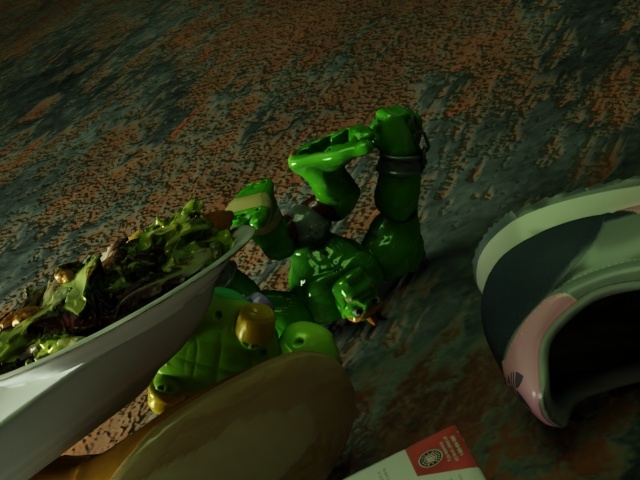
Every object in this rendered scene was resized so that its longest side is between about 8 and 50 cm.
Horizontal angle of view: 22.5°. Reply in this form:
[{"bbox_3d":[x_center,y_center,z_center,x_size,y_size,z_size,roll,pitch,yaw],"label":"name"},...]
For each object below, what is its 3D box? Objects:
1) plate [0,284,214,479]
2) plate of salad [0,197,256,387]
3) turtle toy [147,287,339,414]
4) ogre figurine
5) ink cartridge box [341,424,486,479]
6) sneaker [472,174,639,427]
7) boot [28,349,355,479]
[{"bbox_3d":[-0.221,0.122,0.962,0.277,0.045,0.278,-18,14,48],"label":"plate"},{"bbox_3d":[-0.130,0.030,0.927,0.200,0.048,0.200,-25,10,5],"label":"plate of salad"},{"bbox_3d":[-0.052,0.070,1.041,0.130,0.095,0.066,13,29,2],"label":"turtle toy"},{"bbox_3d":[0.000,0.000,1.106,0.097,0.118,0.197,6,40,48],"label":"ogre figurine"},{"bbox_3d":[0.028,0.162,0.798,0.135,0.056,0.099,-26,22,0],"label":"ink cartridge box"},{"bbox_3d":[0.241,0.013,0.858,0.319,0.112,0.131,-23,39,17],"label":"sneaker"},{"bbox_3d":[-0.138,0.148,0.955,0.295,0.104,0.211,-39,25,-18],"label":"boot"}]
